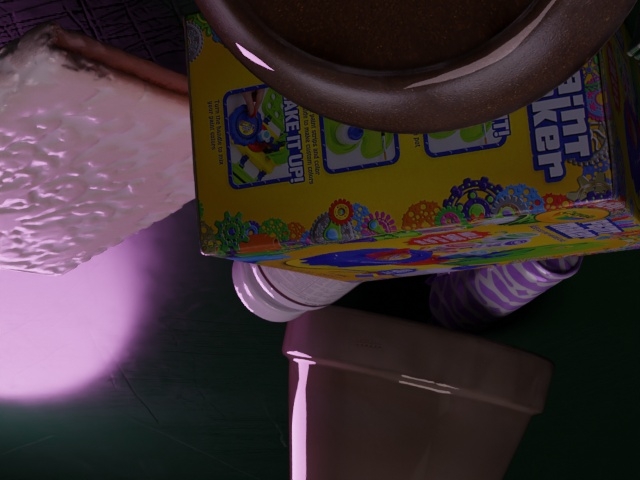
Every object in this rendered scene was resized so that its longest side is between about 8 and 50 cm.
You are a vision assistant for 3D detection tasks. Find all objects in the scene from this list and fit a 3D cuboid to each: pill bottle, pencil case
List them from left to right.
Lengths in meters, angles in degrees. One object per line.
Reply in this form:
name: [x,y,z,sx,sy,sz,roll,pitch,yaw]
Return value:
pill bottle: [0.000,0.000,1.140,0.121,0.121,0.221,18,149,-23]
pencil case: [0.198,0.036,1.223,0.086,0.088,0.206,-29,173,-37]

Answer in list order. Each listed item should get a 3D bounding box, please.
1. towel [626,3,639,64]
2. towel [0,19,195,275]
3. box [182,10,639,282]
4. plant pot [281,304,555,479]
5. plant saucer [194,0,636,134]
towel: [0.262,-0.199,0.752,0.023,0.113,0.152,23,147,-9]
towel: [-0.240,-0.064,0.984,0.332,0.053,0.317,-27,159,27]
box: [0.092,-0.077,0.837,0.279,0.177,0.290,-8,171,22]
plant pot: [0.089,0.243,1.303,0.323,0.280,0.323,13,171,2]
plant saucer: [0.039,-0.208,0.627,0.311,0.050,0.310,6,108,17]
